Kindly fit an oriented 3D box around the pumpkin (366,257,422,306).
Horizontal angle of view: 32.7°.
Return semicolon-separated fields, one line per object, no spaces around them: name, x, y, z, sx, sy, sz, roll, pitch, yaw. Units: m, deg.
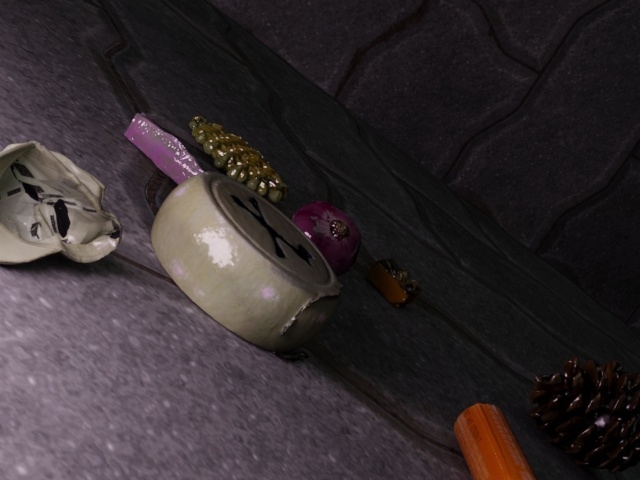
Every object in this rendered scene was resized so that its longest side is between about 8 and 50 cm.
pumpkin;0.122;0.066;1.762;0.083;0.054;0.074;49;18;11

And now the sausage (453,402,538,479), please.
sausage;0.216;0.279;1.280;0.071;0.071;0.234;37;14;-19

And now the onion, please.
onion;0.000;0.000;1.548;0.115;0.115;0.104;36;-30;-23

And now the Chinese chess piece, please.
Chinese chess piece;-0.078;0.024;1.220;0.238;0.092;0.238;40;12;-11

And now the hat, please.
hat;-0.253;-0.024;0.946;0.166;0.081;0.122;-36;117;-63

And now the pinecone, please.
pinecone;0.436;0.272;1.745;0.205;0.179;0.184;28;-14;17

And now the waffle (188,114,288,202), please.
waffle;-0.129;-0.127;1.706;0.169;0.036;0.183;30;15;-34

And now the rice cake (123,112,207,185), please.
rice cake;-0.175;-0.087;1.418;0.206;0.047;0.036;46;-2;11
